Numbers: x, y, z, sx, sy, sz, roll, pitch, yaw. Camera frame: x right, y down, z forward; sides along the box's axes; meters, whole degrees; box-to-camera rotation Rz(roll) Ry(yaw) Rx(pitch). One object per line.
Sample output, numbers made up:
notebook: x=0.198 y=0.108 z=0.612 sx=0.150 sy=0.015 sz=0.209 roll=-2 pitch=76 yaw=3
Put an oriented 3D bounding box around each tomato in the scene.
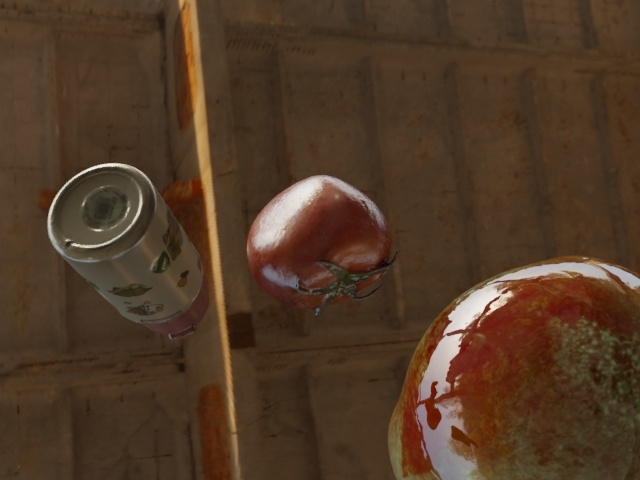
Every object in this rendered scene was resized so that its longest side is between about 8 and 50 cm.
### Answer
tomato: x=0.000 y=0.000 z=0.880 sx=0.167 sy=0.167 sz=0.167 roll=6 pitch=-108 yaw=-20
tomato: x=0.196 y=0.150 z=0.618 sx=0.270 sy=0.270 sz=0.222 roll=-28 pitch=-126 yaw=-26

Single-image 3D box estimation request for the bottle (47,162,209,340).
bottle: x=-0.199 y=0.027 z=0.864 sx=0.121 sy=0.253 sz=0.120 roll=-4 pitch=-119 yaw=8
